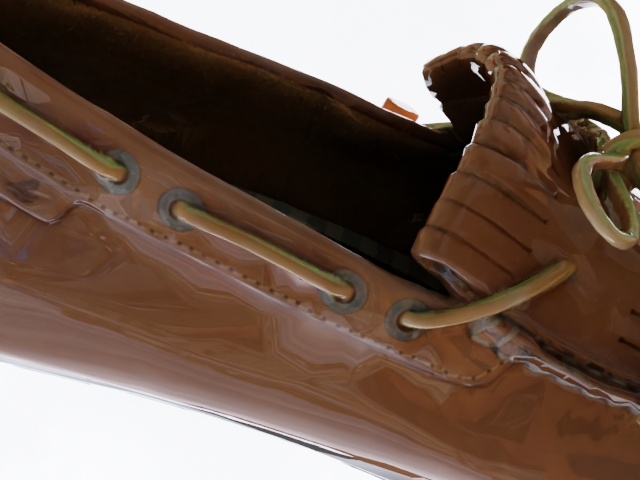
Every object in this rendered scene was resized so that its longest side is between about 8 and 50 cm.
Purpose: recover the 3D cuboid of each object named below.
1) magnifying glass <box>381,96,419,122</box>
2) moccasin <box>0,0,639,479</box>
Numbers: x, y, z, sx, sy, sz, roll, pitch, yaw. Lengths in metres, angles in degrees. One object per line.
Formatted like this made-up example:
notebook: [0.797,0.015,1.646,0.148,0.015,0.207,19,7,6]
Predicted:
magnifying glass: [0.000,0.000,1.154,0.092,0.231,0.026,17,-158,-43]
moccasin: [0.044,-0.006,0.525,0.380,0.147,0.139,18,-150,-1]
